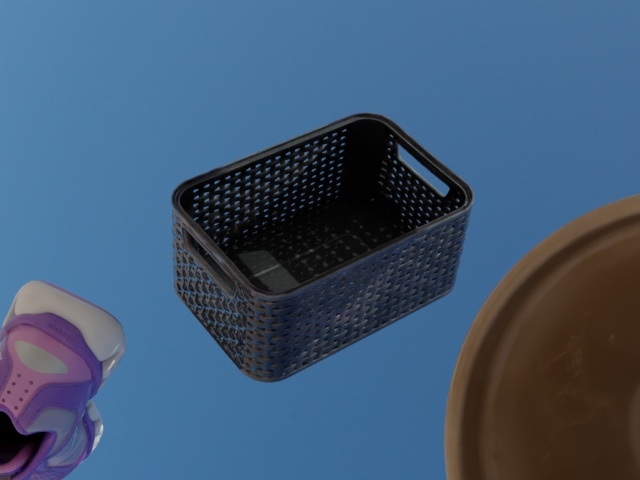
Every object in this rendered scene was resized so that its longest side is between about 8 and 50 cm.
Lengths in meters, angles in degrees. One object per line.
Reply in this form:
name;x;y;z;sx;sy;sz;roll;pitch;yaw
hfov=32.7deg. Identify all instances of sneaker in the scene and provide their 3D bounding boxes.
sneaker;-0.208;0.127;0.763;0.104;0.095;0.236;-65;-178;-37

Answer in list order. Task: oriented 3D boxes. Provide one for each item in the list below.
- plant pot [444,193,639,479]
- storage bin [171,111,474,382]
plant pot;0.186;0.094;0.505;0.237;0.110;0.237;0;-90;27
storage bin;0.000;0.000;0.738;0.122;0.180;0.084;45;-35;34
